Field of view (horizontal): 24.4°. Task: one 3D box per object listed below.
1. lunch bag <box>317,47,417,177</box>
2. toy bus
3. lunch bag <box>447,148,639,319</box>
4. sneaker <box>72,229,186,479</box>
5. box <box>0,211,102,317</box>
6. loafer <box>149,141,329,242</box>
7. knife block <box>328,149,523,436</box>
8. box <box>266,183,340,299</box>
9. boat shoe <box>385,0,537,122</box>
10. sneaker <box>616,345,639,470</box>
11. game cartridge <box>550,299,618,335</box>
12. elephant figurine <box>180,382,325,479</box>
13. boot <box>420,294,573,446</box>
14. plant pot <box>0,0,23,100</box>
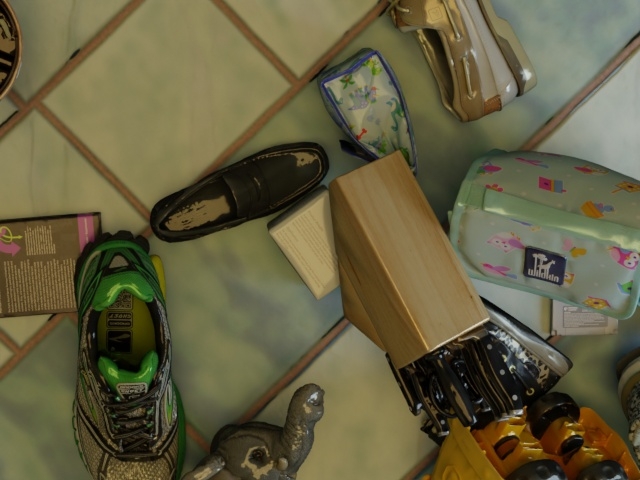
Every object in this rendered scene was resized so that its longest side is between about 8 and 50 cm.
[{"bbox_3d":[0.062,-0.139,1.704,0.096,0.129,0.151,-31,100,4],"label":"lunch bag"},{"bbox_3d":[0.230,0.296,1.721,0.220,0.149,0.211,4,124,-31],"label":"toy bus"},{"bbox_3d":[0.267,-0.014,1.641,0.223,0.262,0.160,17,95,13],"label":"lunch bag"},{"bbox_3d":[-0.229,0.172,1.698,0.134,0.146,0.343,-7,109,-5],"label":"sneaker"},{"bbox_3d":[-0.335,0.030,1.743,0.162,0.029,0.116,-4,98,-6],"label":"box"},{"bbox_3d":[-0.093,-0.053,1.727,0.223,0.078,0.076,-22,98,-2],"label":"loafer"},{"bbox_3d":[0.120,0.071,1.590,0.088,0.242,0.275,-26,129,-25],"label":"knife block"},{"bbox_3d":[0.000,0.000,1.729,0.087,0.102,0.101,-36,98,2],"label":"box"},{"bbox_3d":[0.131,-0.276,1.702,0.103,0.113,0.302,-35,99,-6],"label":"boat shoe"},{"bbox_3d":[0.463,0.325,1.741,0.158,0.182,0.410,-30,99,35],"label":"sneaker"},{"bbox_3d":[0.323,0.088,1.809,0.083,0.017,0.056,0,100,-5],"label":"game cartridge"},{"bbox_3d":[-0.085,0.283,1.732,0.186,0.169,0.239,-15,104,-17],"label":"elephant figurine"},{"bbox_3d":[0.165,0.156,1.763,0.236,0.085,0.178,32,94,-16],"label":"boot"},{"bbox_3d":[-0.405,-0.215,1.640,0.167,0.165,0.167,-1,96,-5],"label":"plant pot"}]
